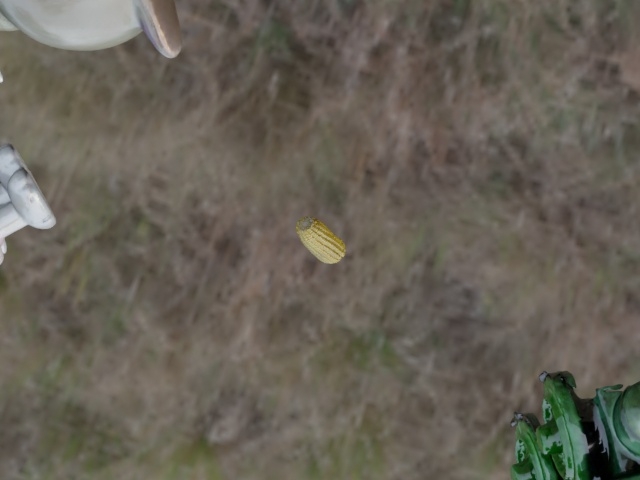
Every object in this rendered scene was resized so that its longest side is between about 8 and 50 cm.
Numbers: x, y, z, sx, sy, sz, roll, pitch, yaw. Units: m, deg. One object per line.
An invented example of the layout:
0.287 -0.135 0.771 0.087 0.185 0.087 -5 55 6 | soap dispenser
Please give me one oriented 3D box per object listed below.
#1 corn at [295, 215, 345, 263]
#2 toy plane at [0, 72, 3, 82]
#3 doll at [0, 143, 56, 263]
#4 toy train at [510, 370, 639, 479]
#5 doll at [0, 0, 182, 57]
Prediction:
0.000 0.000 2.068 0.037 0.037 0.092 0 155 27 | corn
-0.452 -0.161 1.840 0.252 0.252 0.118 8 118 16 | toy plane
-0.385 0.029 1.687 0.271 0.208 0.144 -19 139 7 | doll
0.229 0.188 1.261 0.145 0.202 0.266 -11 159 -8 | toy train
-0.305 -0.280 1.626 0.370 0.215 0.226 -2 145 18 | doll
